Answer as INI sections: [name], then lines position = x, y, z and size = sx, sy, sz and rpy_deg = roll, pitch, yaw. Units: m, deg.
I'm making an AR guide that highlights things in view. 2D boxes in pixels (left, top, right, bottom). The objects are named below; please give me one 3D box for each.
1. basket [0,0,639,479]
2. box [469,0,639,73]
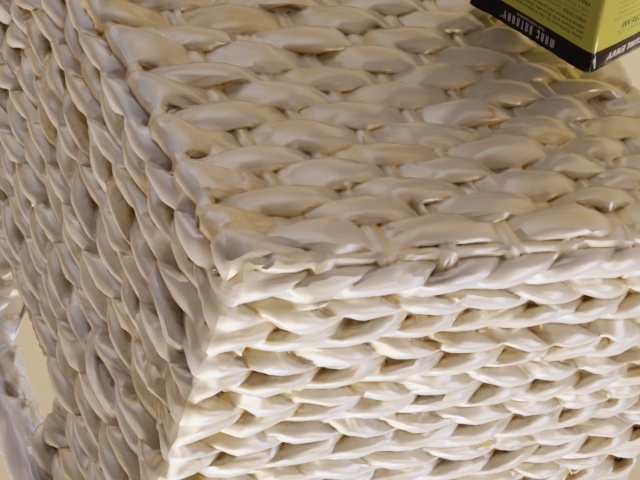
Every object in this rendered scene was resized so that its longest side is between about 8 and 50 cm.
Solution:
[basket]
position = 0.000, 0.000, 0.744
size = 0.328, 0.331, 0.266
rpy_deg = 59, -42, 38
[box]
position = 0.135, -0.200, 0.641
size = 0.087, 0.058, 0.232
rpy_deg = 38, -39, 32
